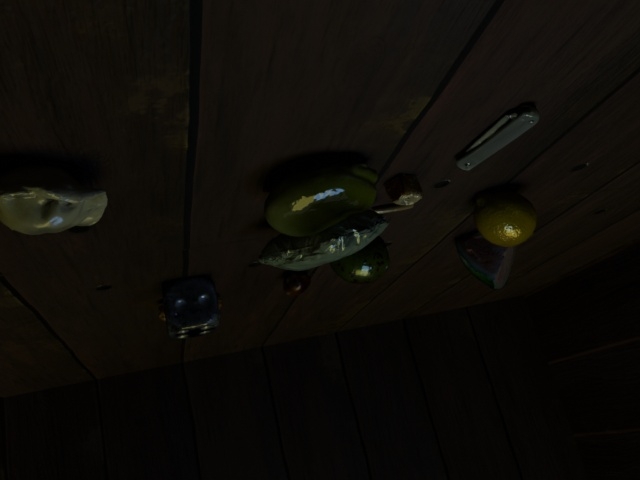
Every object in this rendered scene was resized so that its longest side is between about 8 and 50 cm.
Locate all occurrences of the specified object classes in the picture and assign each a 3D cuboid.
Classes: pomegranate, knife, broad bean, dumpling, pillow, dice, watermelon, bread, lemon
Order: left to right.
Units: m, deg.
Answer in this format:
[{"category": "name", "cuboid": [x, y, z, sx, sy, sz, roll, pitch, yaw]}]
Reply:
[{"category": "dumpling", "cuboid": [-0.525, -0.075, 1.082, 0.162, 0.132, 0.250, -23, 160, 35]}, {"category": "dice", "cuboid": [-0.453, 0.237, 1.980, 0.183, 0.181, 0.182, -9, 163, -18]}, {"category": "broad bean", "cuboid": [-0.092, 0.169, 2.202, 0.114, 0.084, 0.165, -23, 166, 11]}, {"category": "pillow", "cuboid": [0.000, 0.000, 1.620, 0.310, 0.138, 0.283, -17, -179, 36]}, {"category": "broad bean", "cuboid": [0.003, -0.101, 1.385, 0.291, 0.119, 0.238, -17, 159, -13]}, {"category": "pomegranate", "cuboid": [0.128, 0.025, 1.815, 0.202, 0.202, 0.247, -5, 131, -25]}, {"category": "bread", "cuboid": [0.227, -0.136, 1.557, 0.083, 0.070, 0.077, 3, 154, -36]}, {"category": "watermelon", "cuboid": [0.669, 0.045, 2.317, 0.222, 0.319, 0.292, 17, 165, 22]}, {"category": "knife", "cuboid": [0.431, -0.253, 1.414, 0.073, 0.040, 0.265, 8, 154, -24]}, {"category": "lemon", "cuboid": [0.598, -0.073, 1.848, 0.244, 0.186, 0.187, 32, 141, -21]}]

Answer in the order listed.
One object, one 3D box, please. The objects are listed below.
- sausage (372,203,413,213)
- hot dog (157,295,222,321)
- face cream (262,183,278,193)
[{"category": "sausage", "cuboid": [0.221, -0.099, 1.735, 0.132, 0.024, 0.024, -11, 162, -13]}, {"category": "hot dog", "cuboid": [-0.498, 0.254, 2.180, 0.250, 0.068, 0.100, -6, 150, -30]}, {"category": "face cream", "cuboid": [-0.105, -0.127, 1.415, 0.083, 0.021, 0.040, -2, 155, -32]}]
